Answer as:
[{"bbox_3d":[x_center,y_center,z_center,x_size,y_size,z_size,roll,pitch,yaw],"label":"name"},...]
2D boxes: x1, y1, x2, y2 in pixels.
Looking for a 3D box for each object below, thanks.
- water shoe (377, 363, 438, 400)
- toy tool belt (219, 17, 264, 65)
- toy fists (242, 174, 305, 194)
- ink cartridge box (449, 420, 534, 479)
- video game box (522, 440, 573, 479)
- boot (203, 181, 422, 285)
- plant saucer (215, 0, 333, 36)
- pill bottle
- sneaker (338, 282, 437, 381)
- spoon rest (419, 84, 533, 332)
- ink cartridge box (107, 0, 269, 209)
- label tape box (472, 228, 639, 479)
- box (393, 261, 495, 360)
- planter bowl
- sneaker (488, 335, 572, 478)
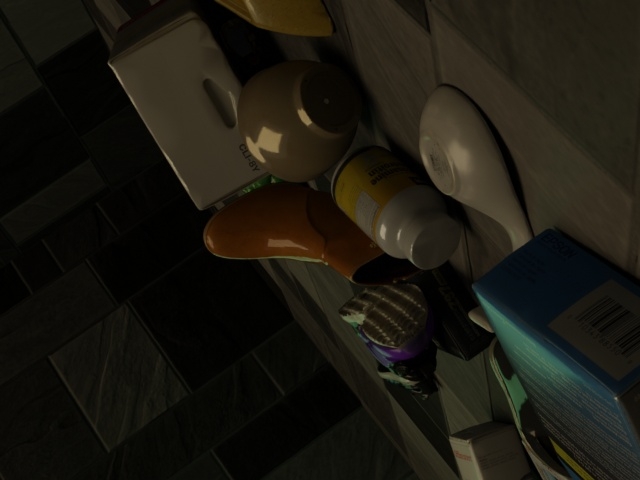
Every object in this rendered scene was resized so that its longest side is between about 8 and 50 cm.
[{"bbox_3d":[0.175,0.281,2.457,0.080,0.073,0.203,54,172,-11],"label":"water shoe"},{"bbox_3d":[-0.122,-0.310,1.899,0.083,0.052,0.051,56,180,-12],"label":"toy tool belt"},{"bbox_3d":[-0.099,-0.102,2.409,0.142,0.096,0.279,56,173,-2],"label":"toy fists"},{"bbox_3d":[0.306,0.424,2.061,0.158,0.092,0.218,139,111,-81],"label":"ink cartridge box"},{"bbox_3d":[0.396,0.392,1.786,0.205,0.048,0.187,59,173,-26],"label":"video game box"},{"bbox_3d":[0.001,0.001,1.663,0.211,0.295,0.104,-123,23,-57],"label":"boot"},{"bbox_3d":[-0.144,-0.413,1.538,0.333,0.081,0.333,43,165,55],"label":"plant saucer"},{"bbox_3d":[0.099,-0.041,1.559,0.184,0.103,0.103,45,167,46],"label":"pill bottle"},{"bbox_3d":[0.127,0.145,1.769,0.146,0.102,0.293,53,175,-11],"label":"sneaker"},{"bbox_3d":[0.174,-0.040,1.311,0.137,0.084,0.276,36,146,61],"label":"spoon rest"},{"bbox_3d":[-0.205,-0.245,1.984,0.279,0.160,0.385,59,-177,-18],"label":"ink cartridge box"},{"bbox_3d":[0.316,0.184,1.229,0.348,0.115,0.249,57,172,-32],"label":"label tape box"},{"bbox_3d":[0.159,0.080,1.831,0.183,0.059,0.232,57,170,-9],"label":"box"},{"bbox_3d":[-0.014,-0.168,1.583,0.162,0.162,0.109,56,145,-7],"label":"planter bowl"},{"bbox_3d":[0.296,0.218,1.542,0.222,0.083,0.118,57,171,-7],"label":"sneaker"}]
